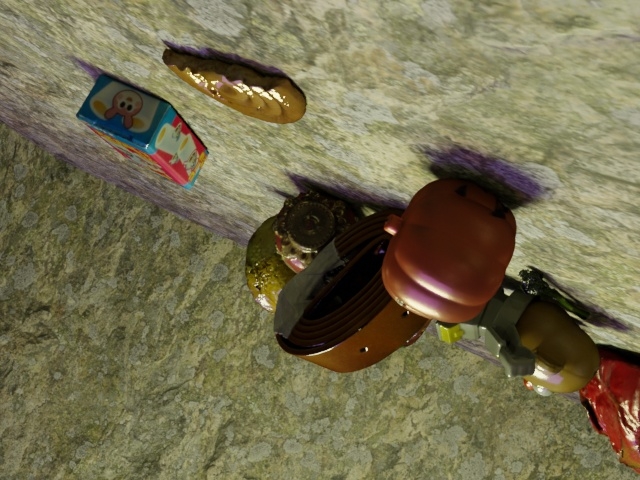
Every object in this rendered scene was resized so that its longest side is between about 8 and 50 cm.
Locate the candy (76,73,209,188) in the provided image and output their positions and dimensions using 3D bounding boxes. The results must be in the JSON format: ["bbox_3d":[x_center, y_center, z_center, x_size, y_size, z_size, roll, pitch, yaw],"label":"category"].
[{"bbox_3d":[-0.337,-0.206,1.623,0.157,0.100,0.306,26,174,11],"label":"candy"}]

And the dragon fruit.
[{"bbox_3d":[0.690,0.348,1.819,0.240,0.302,0.330,-4,-164,-10],"label":"dragon fruit"}]

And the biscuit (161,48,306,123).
[{"bbox_3d":[-0.105,-0.197,1.104,0.224,0.033,0.144,23,172,33],"label":"biscuit"}]

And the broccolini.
[{"bbox_3d":[0.410,0.097,1.444,0.042,0.044,0.218,-2,160,43],"label":"broccolini"}]

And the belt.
[{"bbox_3d":[0.070,0.093,1.465,0.122,0.338,0.217,33,-157,-40],"label":"belt"}]

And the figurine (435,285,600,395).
[{"bbox_3d":[0.386,0.182,1.562,0.285,0.342,0.167,25,129,26],"label":"figurine"}]

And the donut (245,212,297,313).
[{"bbox_3d":[-0.028,0.057,1.860,0.272,0.272,0.107,30,162,-29],"label":"donut"}]

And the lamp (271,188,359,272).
[{"bbox_3d":[0.000,0.000,1.666,0.177,0.177,0.274,25,171,12],"label":"lamp"}]

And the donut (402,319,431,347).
[{"bbox_3d":[0.184,0.099,1.584,0.096,0.216,0.230,35,-172,0],"label":"donut"}]

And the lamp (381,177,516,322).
[{"bbox_3d":[0.157,0.010,1.072,0.164,0.188,0.187,26,173,-1],"label":"lamp"}]
